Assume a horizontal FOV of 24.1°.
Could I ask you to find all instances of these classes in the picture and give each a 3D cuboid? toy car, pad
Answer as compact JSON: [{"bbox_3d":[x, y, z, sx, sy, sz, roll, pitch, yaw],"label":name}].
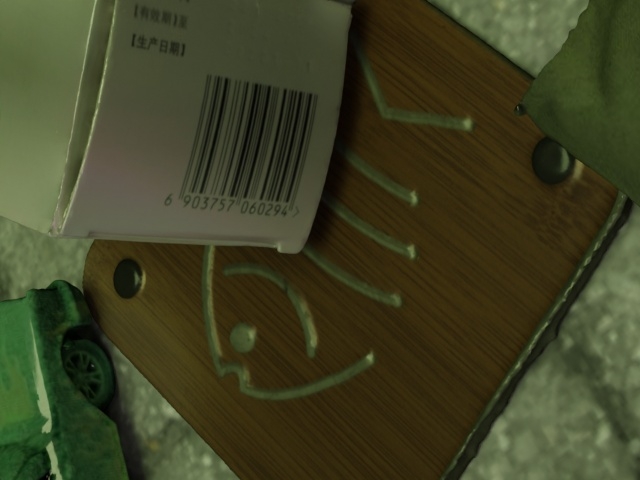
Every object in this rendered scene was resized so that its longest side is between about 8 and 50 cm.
[{"bbox_3d":[-0.169,0.191,0.887,0.141,0.097,0.320,-22,76,33],"label":"toy car"},{"bbox_3d":[0.000,0.000,0.820,0.286,0.018,0.284,42,113,31],"label":"pad"}]

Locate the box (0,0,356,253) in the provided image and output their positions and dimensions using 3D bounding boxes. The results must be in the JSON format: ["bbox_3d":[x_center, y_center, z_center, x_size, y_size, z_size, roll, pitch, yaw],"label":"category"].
[{"bbox_3d":[-0.164,-0.103,0.832,0.333,0.173,0.145,19,98,40],"label":"box"}]

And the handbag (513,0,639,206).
[{"bbox_3d":[0.249,-0.044,0.530,0.316,0.109,0.253,41,133,16],"label":"handbag"}]
